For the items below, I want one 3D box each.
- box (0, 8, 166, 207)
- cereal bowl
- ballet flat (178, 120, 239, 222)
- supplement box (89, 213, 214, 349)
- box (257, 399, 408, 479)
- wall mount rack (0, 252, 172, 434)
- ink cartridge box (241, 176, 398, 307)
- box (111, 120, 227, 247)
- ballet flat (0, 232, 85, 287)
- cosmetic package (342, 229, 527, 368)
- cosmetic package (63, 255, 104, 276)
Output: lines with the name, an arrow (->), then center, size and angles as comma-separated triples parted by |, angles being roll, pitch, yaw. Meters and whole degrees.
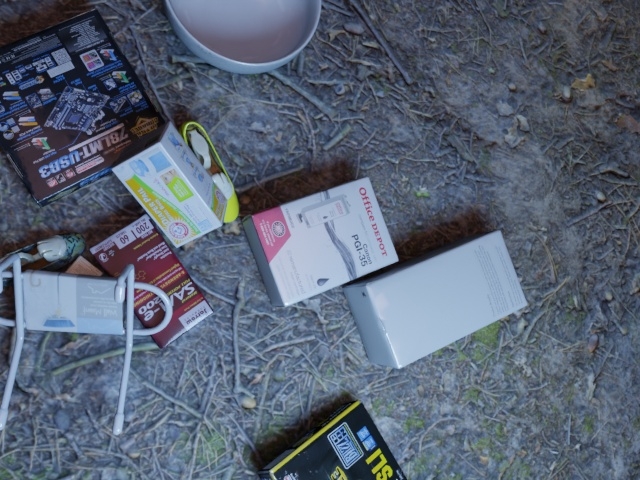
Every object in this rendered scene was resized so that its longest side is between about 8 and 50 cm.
box -> -0.495, -0.262, 1.108 | 0.295, 0.073, 0.293 | -33, 96, -20
cereal bowl -> -0.176, -0.513, 1.208 | 0.338, 0.141, 0.339 | 2, 83, -19
ballet flat -> -0.236, -0.147, 1.182 | 0.077, 0.077, 0.231 | -25, 93, -21
supplement box -> -0.336, 0.083, 1.126 | 0.130, 0.073, 0.239 | -36, 98, -19
box -> 0.060, 0.539, 1.159 | 0.257, 0.079, 0.322 | -27, 85, -36
wall mount rack -> -0.454, 0.182, 1.008 | 0.349, 0.130, 0.304 | 5, 110, -7
ink cartridge box -> 0.000, 0.000, 1.226 | 0.282, 0.117, 0.207 | -21, 91, -20
box -> -0.285, -0.105, 1.092 | 0.114, 0.103, 0.203 | -25, 121, 14
ballet flat -> -0.540, 0.033, 1.062 | 0.188, 0.070, 0.070 | -30, 94, -20
cosmetic package -> 0.262, 0.128, 1.284 | 0.365, 0.155, 0.197 | -19, 90, -19
cosmetic package -> -0.482, 0.091, 1.091 | 0.060, 0.041, 0.115 | 42, 73, -12
